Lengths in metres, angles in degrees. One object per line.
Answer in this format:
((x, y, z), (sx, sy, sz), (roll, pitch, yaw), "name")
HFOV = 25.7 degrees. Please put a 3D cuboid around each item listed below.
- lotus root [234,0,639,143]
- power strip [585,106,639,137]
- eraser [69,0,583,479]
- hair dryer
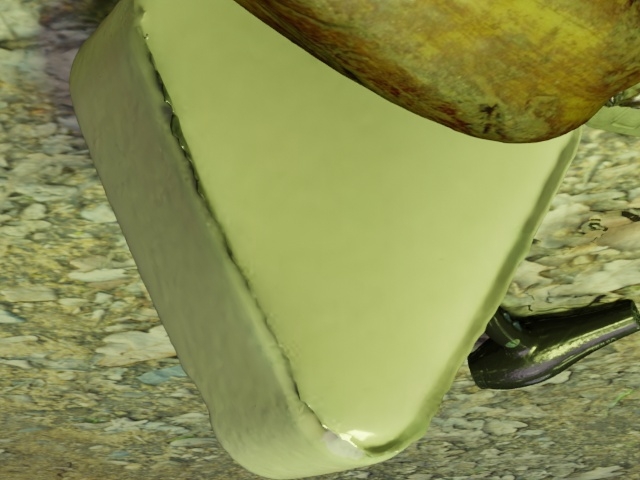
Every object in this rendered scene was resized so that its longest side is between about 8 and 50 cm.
((0.063, -0.162, 0.700), (0.196, 0.179, 0.397), (-18, 152, 39), "lotus root")
((0.282, -0.110, 1.016), (0.288, 0.053, 0.093), (8, 155, -24), "power strip")
((0.000, 0.000, 0.915), (0.331, 0.331, 0.150), (9, 161, -25), "eraser")
((0.218, 0.081, 1.480), (0.195, 0.075, 0.219), (-23, 144, 21), "hair dryer")
